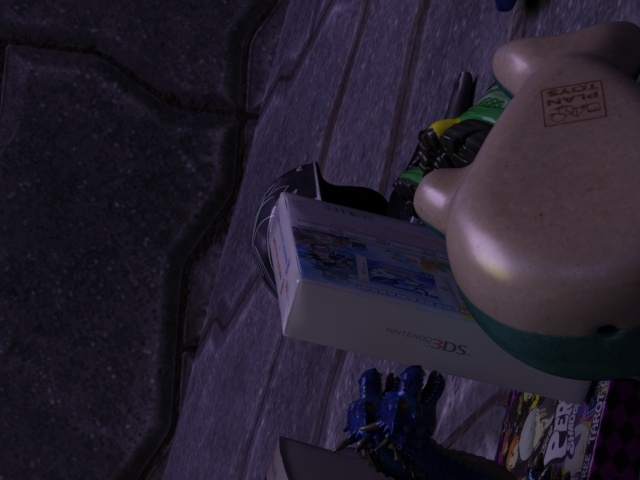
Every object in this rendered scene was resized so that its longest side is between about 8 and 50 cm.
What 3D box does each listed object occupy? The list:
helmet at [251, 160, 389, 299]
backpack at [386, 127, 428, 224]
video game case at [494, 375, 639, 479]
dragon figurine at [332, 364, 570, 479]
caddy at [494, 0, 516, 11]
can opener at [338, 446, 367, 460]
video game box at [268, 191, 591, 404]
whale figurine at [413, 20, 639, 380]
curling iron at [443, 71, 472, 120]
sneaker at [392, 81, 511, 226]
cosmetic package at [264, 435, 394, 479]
[{"bbox_3d":[0.000,0.000,2.196,0.169,0.161,0.169,-163,90,-81],"label":"helmet"},{"bbox_3d":[0.110,-0.028,1.831,0.105,0.084,0.114,116,172,-46],"label":"backpack"},{"bbox_3d":[0.181,0.089,1.327,0.210,0.042,0.232,140,146,-73],"label":"video game case"},{"bbox_3d":[0.081,0.212,1.218,0.085,0.144,0.289,-142,52,-73],"label":"dragon figurine"},{"bbox_3d":[0.164,-0.394,1.857,0.241,0.179,0.341,-29,-54,-75],"label":"caddy"},{"bbox_3d":[0.014,0.255,2.020,0.095,0.076,0.283,-41,8,-3],"label":"can opener"},{"bbox_3d":[0.071,0.036,1.302,0.187,0.205,0.048,-105,30,-73],"label":"video game box"},{"bbox_3d":[0.169,-0.025,1.211,0.272,0.216,0.141,-91,-13,-49],"label":"whale figurine"},{"bbox_3d":[0.119,-0.055,1.985,0.068,0.035,0.274,128,157,-66],"label":"curling iron"},{"bbox_3d":[0.159,-0.050,1.568,0.146,0.134,0.343,-38,-5,-11],"label":"sneaker"},{"bbox_3d":[-0.021,0.352,1.787,0.153,0.129,0.296,-116,44,-79],"label":"cosmetic package"}]
